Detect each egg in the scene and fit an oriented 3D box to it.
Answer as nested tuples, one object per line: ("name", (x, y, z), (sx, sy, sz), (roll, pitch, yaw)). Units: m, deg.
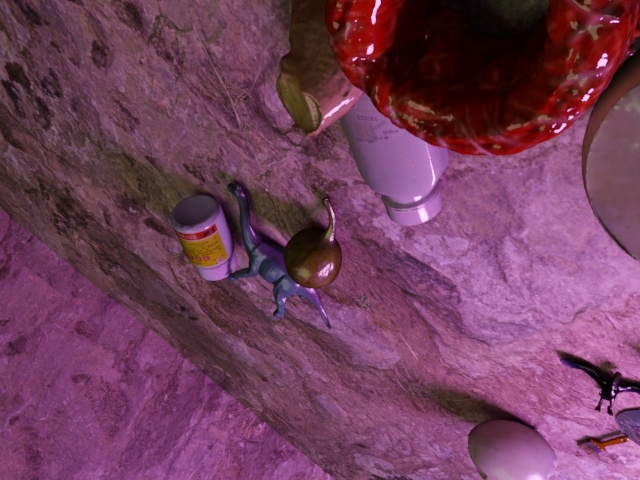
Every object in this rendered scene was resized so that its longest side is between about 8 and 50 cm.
("egg", (0.489, 0.559, 1.559), (0.217, 0.183, 0.183), (34, 150, 19))

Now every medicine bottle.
("medicine bottle", (-0.313, -0.006, 1.639), (0.139, 0.139, 0.225), (20, 145, 26))
("medicine bottle", (0.129, -0.167, 1.015), (0.161, 0.111, 0.296), (11, 139, 38))

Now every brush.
("brush", (0.676, 0.483, 1.424), (0.043, 0.014, 0.170), (37, 150, 6))

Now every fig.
("fig", (0.000, 0.000, 1.389), (0.149, 0.149, 0.245), (32, 129, 8))

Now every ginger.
("ginger", (0.012, -0.277, 0.858), (0.152, 0.267, 0.138), (4, 155, 23))

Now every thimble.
("thimble", (0.198, -0.275, 0.686), (0.350, 0.231, 0.350), (26, 146, 19))

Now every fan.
("fan", (0.759, 0.449, 1.302), (0.223, 0.012, 0.294), (16, 143, 30))

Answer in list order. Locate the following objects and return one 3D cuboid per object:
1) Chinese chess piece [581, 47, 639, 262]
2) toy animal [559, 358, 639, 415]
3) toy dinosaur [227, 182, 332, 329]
("Chinese chess piece", (0.487, -0.097, 0.680), (0.349, 0.146, 0.349), (24, 140, 21))
("toy animal", (0.601, 0.307, 1.239), (0.220, 0.062, 0.108), (19, 127, 29))
("toy dinosaur", (-0.097, 0.047, 1.553), (0.383, 0.129, 0.331), (30, 140, 9))
